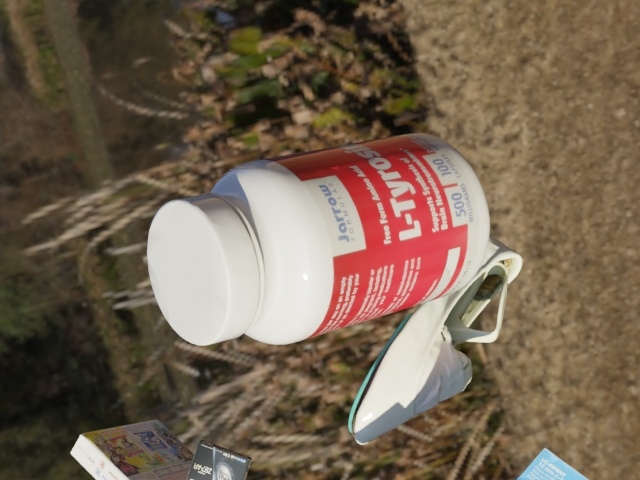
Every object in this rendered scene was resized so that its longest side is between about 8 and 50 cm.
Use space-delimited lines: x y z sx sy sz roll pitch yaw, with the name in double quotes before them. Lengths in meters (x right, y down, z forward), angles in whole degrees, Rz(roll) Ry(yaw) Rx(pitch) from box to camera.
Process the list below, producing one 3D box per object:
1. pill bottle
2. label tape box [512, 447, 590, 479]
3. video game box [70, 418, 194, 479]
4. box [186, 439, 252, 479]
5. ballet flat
"pill bottle" 0.000 0.000 1.411 0.229 0.407 0.229 19 115 47
"label tape box" 0.325 0.519 1.670 0.249 0.115 0.348 36 116 6
"video game box" -0.265 0.366 1.776 0.187 0.048 0.205 41 -164 23
"box" -0.151 0.342 1.670 0.018 0.083 0.067 12 -83 -81
"ballet flat" 0.181 0.137 1.619 0.139 0.400 0.139 23 147 17
